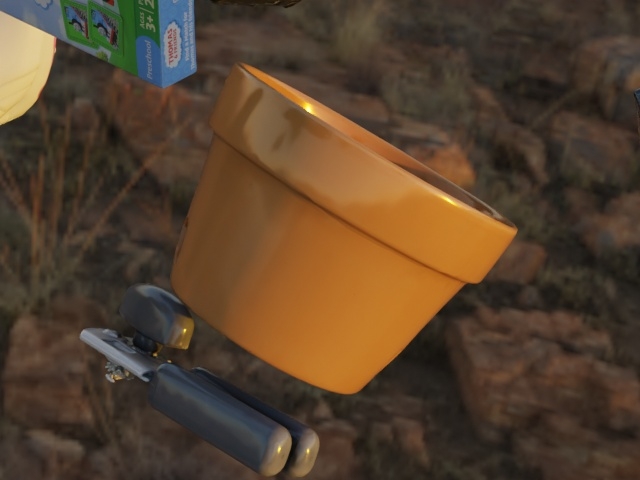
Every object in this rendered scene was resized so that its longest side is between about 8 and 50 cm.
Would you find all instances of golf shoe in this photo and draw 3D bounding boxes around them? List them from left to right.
[{"bbox_3d":[-0.334,-0.126,1.274,0.115,0.306,0.140,45,35,9],"label":"golf shoe"}]

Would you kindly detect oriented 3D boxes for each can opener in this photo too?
[{"bbox_3d":[-0.111,0.121,1.289,0.074,0.093,0.280,11,14,-48],"label":"can opener"}]

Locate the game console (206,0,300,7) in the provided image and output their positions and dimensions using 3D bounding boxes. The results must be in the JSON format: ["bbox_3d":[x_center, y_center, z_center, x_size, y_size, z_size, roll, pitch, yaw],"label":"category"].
[{"bbox_3d":[-0.055,-0.411,1.532,0.250,0.173,0.293,-13,76,-57],"label":"game console"}]

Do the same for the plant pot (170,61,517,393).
[{"bbox_3d":[0.000,0.000,1.297,0.291,0.203,0.291,31,6,-4],"label":"plant pot"}]

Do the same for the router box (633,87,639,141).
[{"bbox_3d":[0.200,-0.012,0.777,0.038,0.122,0.092,-11,34,7],"label":"router box"}]

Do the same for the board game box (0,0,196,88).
[{"bbox_3d":[-0.173,-0.211,0.977,0.211,0.160,0.039,27,44,30],"label":"board game box"}]
